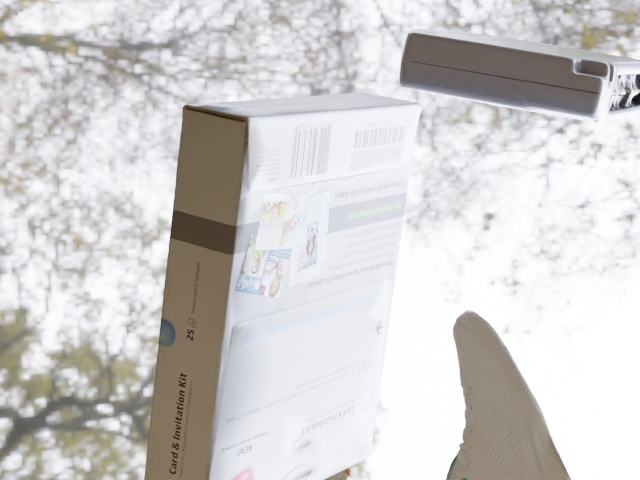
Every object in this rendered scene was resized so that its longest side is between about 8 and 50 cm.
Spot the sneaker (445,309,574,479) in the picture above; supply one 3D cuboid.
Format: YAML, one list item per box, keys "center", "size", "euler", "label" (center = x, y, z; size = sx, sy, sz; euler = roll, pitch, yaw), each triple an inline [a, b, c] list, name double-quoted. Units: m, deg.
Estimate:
- center: [0.133, 0.158, 1.063]
  size: [0.094, 0.080, 0.212]
  euler: [-25, -111, 7]
  label: "sneaker"

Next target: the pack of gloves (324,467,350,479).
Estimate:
- center: [-0.002, 0.295, 1.318]
  size: [0.195, 0.046, 0.232]
  euler: [61, -26, 28]
  label: "pack of gloves"

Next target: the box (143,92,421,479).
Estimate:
- center: [-0.015, 0.028, 0.634]
  size: [0.038, 0.145, 0.186]
  euler: [14, -74, 32]
  label: "box"

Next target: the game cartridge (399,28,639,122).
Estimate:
- center: [0.185, -0.152, 1.233]
  size: [0.196, 0.294, 0.060]
  euler: [17, -77, 20]
  label: "game cartridge"
